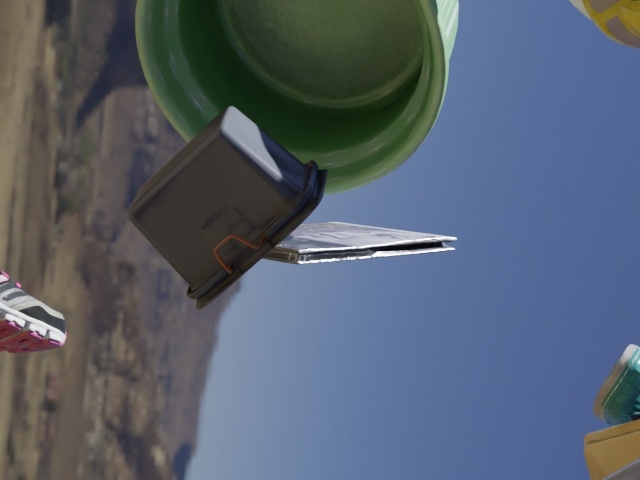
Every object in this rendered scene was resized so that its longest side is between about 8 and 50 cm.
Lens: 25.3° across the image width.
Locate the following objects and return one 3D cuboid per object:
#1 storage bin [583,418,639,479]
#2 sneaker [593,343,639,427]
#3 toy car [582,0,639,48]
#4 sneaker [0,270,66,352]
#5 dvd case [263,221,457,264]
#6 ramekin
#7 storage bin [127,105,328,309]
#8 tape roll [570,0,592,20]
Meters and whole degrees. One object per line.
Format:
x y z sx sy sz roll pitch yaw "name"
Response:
0.210 0.230 1.092 0.260 0.262 0.123 -31 -98 55 "storage bin"
0.433 0.225 1.812 0.108 0.121 0.302 -56 151 -9 "sneaker"
0.146 -0.203 0.916 0.053 0.225 0.239 -56 -177 22 "toy car"
-0.232 0.018 0.926 0.063 0.170 0.074 -22 -131 44 "sneaker"
0.000 0.000 1.387 0.164 0.221 0.018 8 -82 44 "dvd case"
-0.011 -0.209 1.378 0.148 0.303 0.303 -61 164 -55 "ramekin"
-0.076 -0.027 1.061 0.135 0.091 0.098 -41 -164 22 "storage bin"
0.336 -0.285 1.203 0.100 0.286 0.286 80 7 -49 "tape roll"
